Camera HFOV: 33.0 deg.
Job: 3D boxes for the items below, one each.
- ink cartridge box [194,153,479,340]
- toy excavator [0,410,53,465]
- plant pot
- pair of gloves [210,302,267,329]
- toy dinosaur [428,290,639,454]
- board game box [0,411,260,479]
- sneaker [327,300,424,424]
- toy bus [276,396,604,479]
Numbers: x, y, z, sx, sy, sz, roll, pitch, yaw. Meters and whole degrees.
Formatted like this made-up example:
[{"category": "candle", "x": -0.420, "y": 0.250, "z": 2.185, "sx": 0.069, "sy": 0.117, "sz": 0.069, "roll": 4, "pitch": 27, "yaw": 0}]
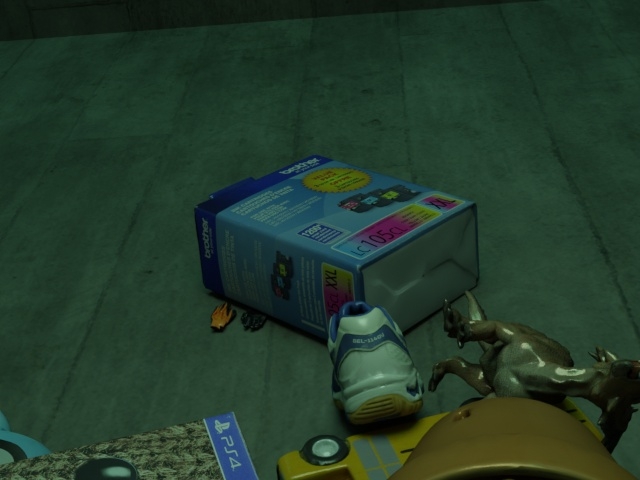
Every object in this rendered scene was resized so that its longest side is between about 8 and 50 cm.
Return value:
[{"category": "ink cartridge box", "x": 0.000, "y": 0.000, "z": 1.617, "sx": 0.395, "sy": 0.151, "sz": 0.270, "roll": 18, "pitch": 33, "yaw": 40}, {"category": "toy excavator", "x": -0.466, "y": 0.253, "z": 1.165, "sx": 0.432, "sy": 0.223, "sz": 0.445, "roll": -4, "pitch": 23, "yaw": -1}, {"category": "plant pot", "x": 0.169, "y": 0.270, "z": 0.945, "sx": 0.290, "sy": 0.291, "sz": 0.203, "roll": 0, "pitch": 20, "yaw": 10}, {"category": "pair of gloves", "x": -0.119, "y": 0.111, "z": 1.580, "sx": 0.083, "sy": 0.010, "sz": 0.074, "roll": 1, "pitch": 27, "yaw": 6}, {"category": "toy dinosaur", "x": 0.229, "y": 0.138, "z": 1.128, "sx": 0.200, "sy": 0.127, "sz": 0.296, "roll": 3, "pitch": 12, "yaw": -7}, {"category": "board game box", "x": -0.174, "y": 0.289, "z": 0.840, "sx": 0.290, "sy": 0.141, "sz": 0.232, "roll": -11, "pitch": 35, "yaw": -16}, {"category": "sneaker", "x": 0.062, "y": 0.133, "z": 1.270, "sx": 0.111, "sy": 0.131, "sz": 0.296, "roll": -13, "pitch": -4, "yaw": -5}, {"category": "toy bus", "x": 0.128, "y": 0.260, "z": 1.147, "sx": 0.332, "sy": 0.108, "sz": 0.130, "roll": -12, "pitch": 30, "yaw": -13}]
